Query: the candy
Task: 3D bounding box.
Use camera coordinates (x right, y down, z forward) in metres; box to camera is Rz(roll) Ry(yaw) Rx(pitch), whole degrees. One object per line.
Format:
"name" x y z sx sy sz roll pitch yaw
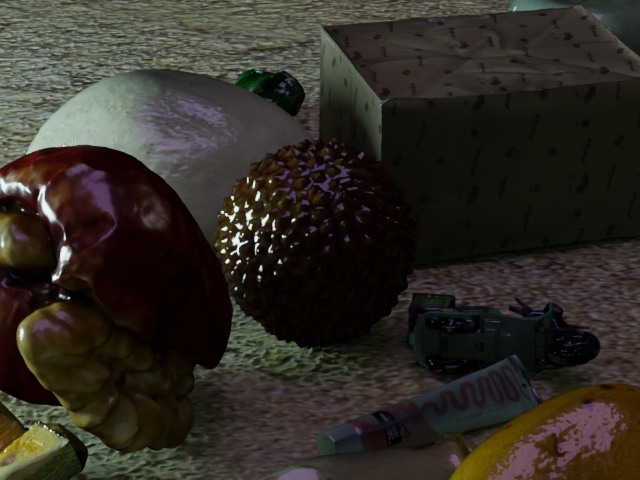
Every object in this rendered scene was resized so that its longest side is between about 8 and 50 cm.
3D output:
"candy" -0.143 -0.072 1.880 0.295 0.185 0.295 -2 19 1

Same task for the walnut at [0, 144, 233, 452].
"walnut" -0.172 0.057 1.545 0.222 0.269 0.244 -37 60 10

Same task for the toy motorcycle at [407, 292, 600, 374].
"toy motorcycle" 0.159 0.082 1.691 0.173 0.058 0.100 3 20 12

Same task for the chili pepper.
"chili pepper" -0.109 -0.124 2.148 0.088 0.059 0.227 9 31 29

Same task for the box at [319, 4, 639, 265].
"box" 0.161 -0.109 1.946 0.297 0.190 0.225 -8 27 -14

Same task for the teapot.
"teapot" 0.312 -0.236 2.288 0.193 0.129 0.294 -2 27 -4

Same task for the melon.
"melon" -0.259 0.175 1.492 0.160 0.079 0.128 24 53 40

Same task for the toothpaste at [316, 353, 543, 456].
"toothpaste" 0.091 0.144 1.580 0.205 0.036 0.056 -16 68 -29

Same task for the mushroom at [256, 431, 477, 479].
"mushroom" 0.015 0.200 1.401 0.247 0.096 0.108 -14 4 -32

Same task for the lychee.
"lychee" 0.000 0.000 1.710 0.188 0.188 0.188 -1 25 0

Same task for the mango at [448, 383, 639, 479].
"mango" 0.174 0.191 1.368 0.227 0.147 0.109 -29 5 -21
